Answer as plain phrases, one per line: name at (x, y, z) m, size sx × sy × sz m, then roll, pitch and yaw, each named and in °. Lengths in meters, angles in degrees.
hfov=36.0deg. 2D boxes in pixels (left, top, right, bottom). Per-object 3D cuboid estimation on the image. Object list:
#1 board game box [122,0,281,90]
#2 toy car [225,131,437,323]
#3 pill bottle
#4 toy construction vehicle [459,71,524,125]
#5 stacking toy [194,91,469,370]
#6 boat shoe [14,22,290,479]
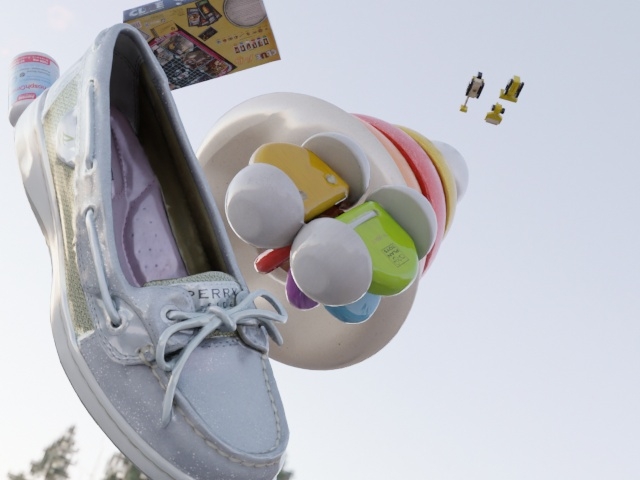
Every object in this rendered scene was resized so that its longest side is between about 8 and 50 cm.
board game box at (-0.209, -0.365, 1.757) m, size 0.243 × 0.042 × 0.165 m, roll -15°, pitch -47°, yaw 3°
toy car at (0.000, 0.000, 0.873) m, size 0.182 × 0.159 × 0.136 m, roll 40°, pitch -52°, yaw 17°
pill bottle at (-0.490, -0.238, 1.686) m, size 0.087 × 0.160 × 0.087 m, roll -7°, pitch -29°, yaw -4°
toy construction vehicle at (0.280, -0.240, 1.621) m, size 0.086 × 0.035 × 0.098 m, roll 14°, pitch -43°, yaw -3°
stacking toy at (0.081, -0.055, 1.358) m, size 0.350 × 0.480 × 0.350 m, roll 12°, pitch -68°, yaw 33°
boat shoe at (-0.099, 0.009, 0.608) m, size 0.118 × 0.320 × 0.103 m, roll 7°, pitch -42°, yaw -44°
